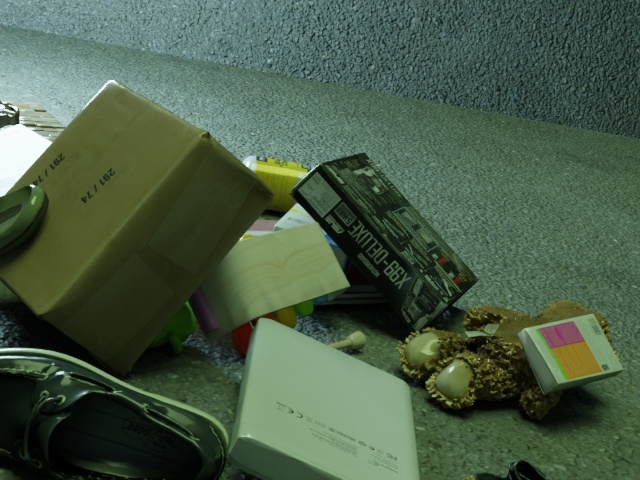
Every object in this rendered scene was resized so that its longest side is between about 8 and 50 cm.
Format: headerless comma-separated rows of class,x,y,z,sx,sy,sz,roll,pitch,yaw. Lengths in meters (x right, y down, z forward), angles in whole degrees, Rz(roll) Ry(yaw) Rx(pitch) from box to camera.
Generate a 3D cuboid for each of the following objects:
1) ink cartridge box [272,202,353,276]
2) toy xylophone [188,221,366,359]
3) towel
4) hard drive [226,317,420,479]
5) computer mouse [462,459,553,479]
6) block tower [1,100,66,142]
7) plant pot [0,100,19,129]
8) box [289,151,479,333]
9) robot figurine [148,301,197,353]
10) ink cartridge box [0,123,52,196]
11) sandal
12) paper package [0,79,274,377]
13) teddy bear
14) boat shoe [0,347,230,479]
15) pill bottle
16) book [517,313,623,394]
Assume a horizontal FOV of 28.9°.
ink cartridge box,0.000,0.000,2.127,0.134,0.078,0.231,19,18,8
toy xylophone,-0.059,0.081,1.851,0.322,0.081,0.236,-3,66,-50
towel,-0.023,0.039,2.178,0.237,0.037,0.329,0,23,-37
hard drive,0.010,0.222,1.540,0.233,0.047,0.353,26,17,-7
computer mouse,0.238,0.311,1.451,0.184,0.060,0.262,23,17,32
block tower,-0.544,-0.184,2.435,0.097,0.091,0.335,0,22,-31
plant pot,-0.608,-0.163,2.211,0.167,0.165,0.167,10,18,-3
box,0.112,-0.005,2.059,0.307,0.076,0.242,48,20,6
robot figurine,-0.226,0.116,1.762,0.115,0.067,0.101,-9,39,-47
ink cartridge box,-0.494,-0.071,2.010,0.201,0.117,0.278,-25,37,-35
sandal,-0.504,-0.008,1.683,0.086,0.302,0.120,46,24,-41
paper package,-0.282,-0.028,1.713,0.309,0.325,0.168,32,-9,50
teddy bear,0.279,0.182,1.854,0.245,0.113,0.338,20,27,41
boat shoe,-0.269,0.209,1.363,0.340,0.127,0.113,20,6,-3
pill bottle,-0.106,-0.112,2.469,0.184,0.103,0.103,9,18,-8
book,0.359,0.159,1.781,0.144,0.035,0.096,-7,63,-35
